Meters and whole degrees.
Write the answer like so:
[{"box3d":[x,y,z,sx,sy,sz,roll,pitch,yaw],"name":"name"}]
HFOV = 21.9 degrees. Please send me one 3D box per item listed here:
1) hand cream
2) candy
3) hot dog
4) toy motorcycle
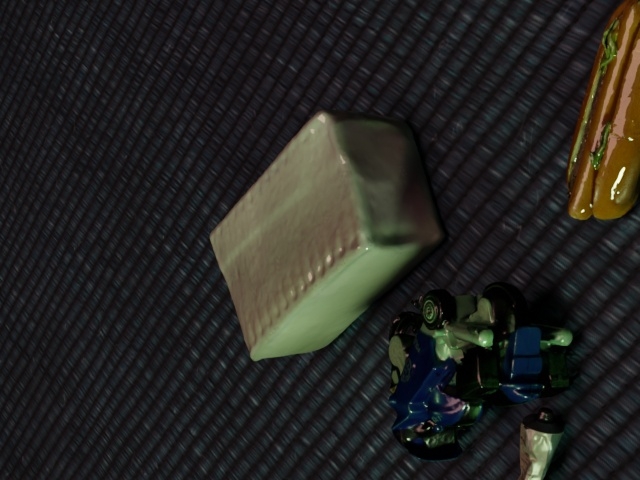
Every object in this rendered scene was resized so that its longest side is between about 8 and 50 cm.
[{"box3d":[0.248,0.310,1.929,0.075,0.052,0.248,-117,29,-69],"name":"hand cream"},{"box3d":[0.001,-0.002,2.196,0.358,0.145,0.208,-47,55,48],"name":"candy"},{"box3d":[0.318,-0.139,1.773,0.100,0.068,0.249,37,121,52],"name":"hot dog"},{"box3d":[0.165,0.159,1.974,0.331,0.125,0.196,155,112,-62],"name":"toy motorcycle"}]
